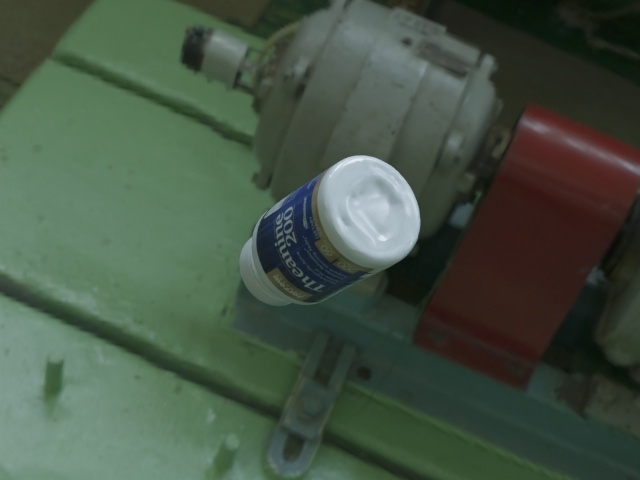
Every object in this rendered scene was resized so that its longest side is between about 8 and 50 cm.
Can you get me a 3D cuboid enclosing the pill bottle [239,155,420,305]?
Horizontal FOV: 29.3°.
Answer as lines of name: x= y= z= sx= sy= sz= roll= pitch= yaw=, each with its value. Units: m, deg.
pill bottle: x=0.000 y=0.000 z=0.733 sx=0.067 sy=0.120 sz=0.067 roll=12 pitch=66 yaw=-29
